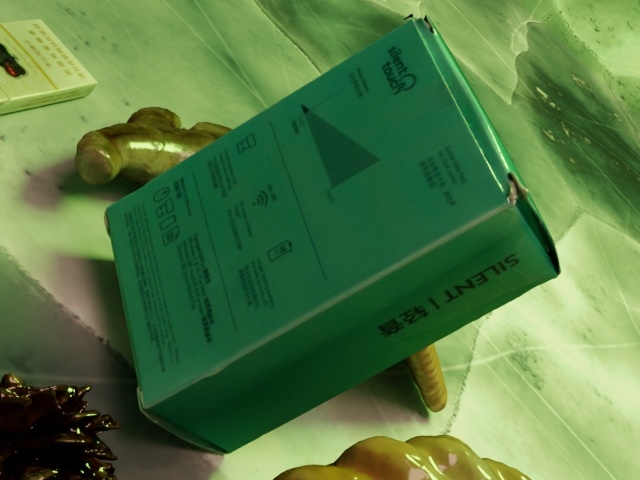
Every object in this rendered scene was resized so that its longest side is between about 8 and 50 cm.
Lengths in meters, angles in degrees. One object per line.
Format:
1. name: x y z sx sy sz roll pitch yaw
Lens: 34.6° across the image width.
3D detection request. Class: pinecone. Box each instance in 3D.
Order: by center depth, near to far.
1. pinecone: -0.182 0.138 0.590 0.140 0.140 0.120 7 67 -46

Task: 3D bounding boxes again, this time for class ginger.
1. ginger: -0.092 -0.060 0.996 0.333 0.080 0.166 13 26 -31

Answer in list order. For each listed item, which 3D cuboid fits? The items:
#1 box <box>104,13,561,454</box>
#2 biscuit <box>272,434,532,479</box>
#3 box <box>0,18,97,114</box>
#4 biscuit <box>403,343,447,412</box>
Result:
1. box: 0.000 0.000 0.785 0.118 0.311 0.205 43 21 -51
2. biscuit: 0.063 0.275 0.592 0.326 0.107 0.325 7 76 -31
3. box: -0.287 -0.158 0.933 0.090 0.024 0.167 48 29 7
4. biscuit: 0.069 0.044 0.954 0.249 0.030 0.160 70 -3 -52
